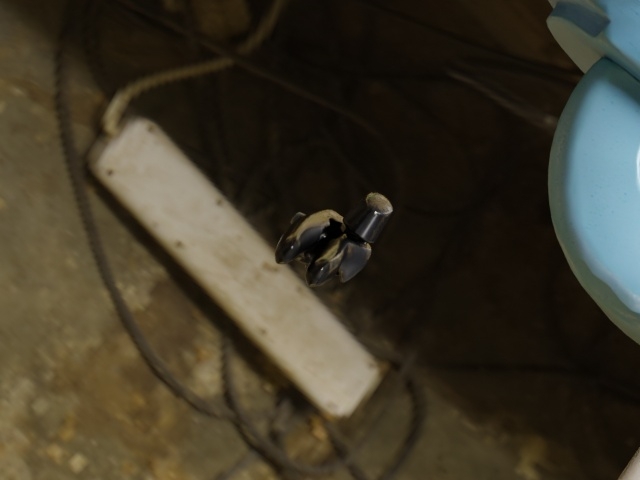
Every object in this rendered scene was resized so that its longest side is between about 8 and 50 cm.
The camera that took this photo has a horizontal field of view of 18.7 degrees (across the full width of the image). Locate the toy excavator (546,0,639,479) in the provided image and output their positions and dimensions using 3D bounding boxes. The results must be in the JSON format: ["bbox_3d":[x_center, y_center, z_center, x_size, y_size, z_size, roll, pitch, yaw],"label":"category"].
[{"bbox_3d":[0.237,0.050,1.084,0.445,0.433,0.222,-49,163,4],"label":"toy excavator"}]

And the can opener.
[{"bbox_3d":[0.000,0.000,1.365,0.059,0.186,0.073,29,104,10],"label":"can opener"}]
